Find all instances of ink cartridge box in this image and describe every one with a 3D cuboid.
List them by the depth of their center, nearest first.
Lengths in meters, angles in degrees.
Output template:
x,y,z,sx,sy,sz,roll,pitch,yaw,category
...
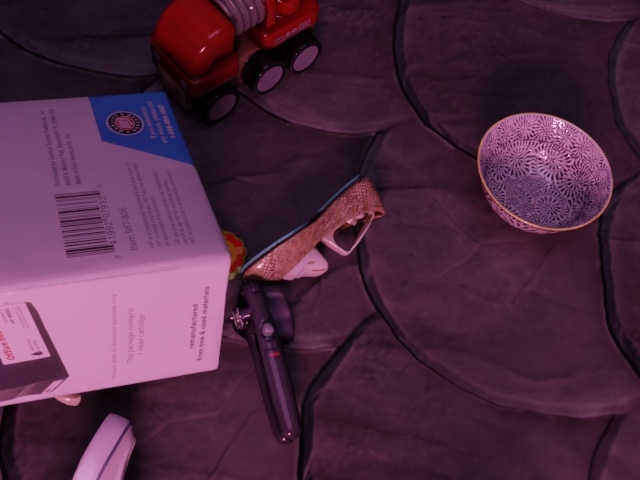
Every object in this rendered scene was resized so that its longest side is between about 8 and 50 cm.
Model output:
x,y,z,sx,sy,sz,roll,pitch,yaw,category
-0.318,0.005,0.838,0.395,0.166,0.285,-7,44,-20,ink cartridge box

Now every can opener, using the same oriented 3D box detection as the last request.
x,y,z,sx,sy,sz,roll,pitch,yaw,category
-0.053,0.128,0.934,0.073,0.059,0.186,-8,63,-13,can opener

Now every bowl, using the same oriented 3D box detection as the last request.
x,y,z,sx,sy,sz,roll,pitch,yaw,category
0.269,-0.068,1.072,0.170,0.080,0.170,3,61,-5,bowl

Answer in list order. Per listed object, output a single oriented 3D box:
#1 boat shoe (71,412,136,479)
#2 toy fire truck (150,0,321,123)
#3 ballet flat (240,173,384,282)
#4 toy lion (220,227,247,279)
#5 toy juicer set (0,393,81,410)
x,y,z,sx,sy,sz,roll,pitch,yaw,category
-0.211,0.297,0.811,0.084,0.095,0.258,16,71,-3,boat shoe
-0.085,-0.277,1.044,0.217,0.246,0.158,-34,70,-23,toy fire truck
0.000,0.000,1.009,0.206,0.073,0.067,-39,87,-21,ballet flat
-0.138,0.024,0.998,0.100,0.034,0.096,13,54,0,toy lion
-0.415,0.109,0.894,0.329,0.089,0.209,0,42,-13,toy juicer set
